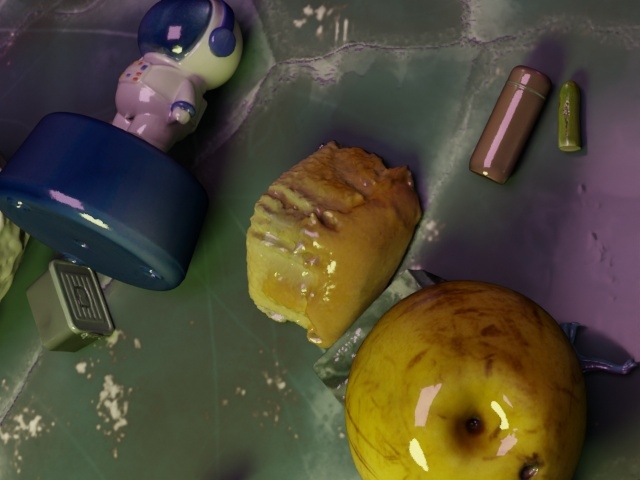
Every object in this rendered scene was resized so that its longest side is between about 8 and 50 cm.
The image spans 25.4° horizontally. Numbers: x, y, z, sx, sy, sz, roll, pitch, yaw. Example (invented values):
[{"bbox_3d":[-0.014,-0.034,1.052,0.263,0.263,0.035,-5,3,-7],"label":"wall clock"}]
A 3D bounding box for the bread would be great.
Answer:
[{"bbox_3d":[-0.001,-0.007,1.736,0.174,0.133,0.252,30,94,31],"label":"bread"}]

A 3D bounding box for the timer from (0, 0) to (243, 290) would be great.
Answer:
[{"bbox_3d":[-0.227,-0.156,1.849,0.270,0.270,0.384,16,72,29],"label":"timer"}]

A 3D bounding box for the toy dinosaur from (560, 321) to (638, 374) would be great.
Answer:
[{"bbox_3d":[0.262,0.133,1.616,0.197,0.045,0.080,-4,87,23],"label":"toy dinosaur"}]

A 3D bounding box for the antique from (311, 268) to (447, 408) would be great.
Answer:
[{"bbox_3d":[0.091,0.122,1.685,0.183,0.086,0.088,-47,63,11],"label":"antique"}]

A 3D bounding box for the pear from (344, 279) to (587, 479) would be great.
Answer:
[{"bbox_3d":[0.155,0.179,1.498,0.280,0.280,0.281,-6,76,26],"label":"pear"}]

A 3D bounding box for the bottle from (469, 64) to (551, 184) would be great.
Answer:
[{"bbox_3d":[0.226,-0.138,1.692,0.053,0.053,0.140,26,92,30],"label":"bottle"}]

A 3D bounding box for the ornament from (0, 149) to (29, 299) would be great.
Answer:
[{"bbox_3d":[-0.560,-0.028,1.919,0.337,0.337,0.337,-6,76,26],"label":"ornament"}]

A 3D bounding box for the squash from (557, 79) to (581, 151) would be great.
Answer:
[{"bbox_3d":[0.293,-0.148,1.673,0.027,0.027,0.083,-5,75,27],"label":"squash"}]

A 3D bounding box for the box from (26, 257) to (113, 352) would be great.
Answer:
[{"bbox_3d":[-0.343,0.092,1.926,0.069,0.084,0.122,-35,64,27],"label":"box"}]
